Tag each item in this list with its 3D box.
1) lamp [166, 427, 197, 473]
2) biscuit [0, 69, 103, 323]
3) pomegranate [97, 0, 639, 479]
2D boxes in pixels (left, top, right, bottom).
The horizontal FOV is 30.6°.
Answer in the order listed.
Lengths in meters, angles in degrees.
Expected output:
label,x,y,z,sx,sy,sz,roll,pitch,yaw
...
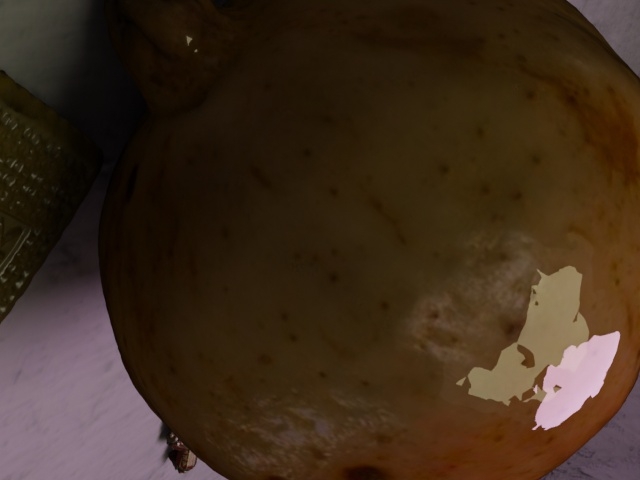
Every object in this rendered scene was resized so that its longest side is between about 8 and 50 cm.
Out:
label,x,y,z,sx,sy,sz,roll,pitch,yaw
lamp,-0.129,0.186,1.136,0.063,0.031,0.083,-53,157,-21
biscuit,-0.211,-0.018,0.624,0.172,0.029,0.254,-57,160,-4
pomegranate,0.023,-0.025,0.757,0.410,0.410,0.410,-49,159,-27
